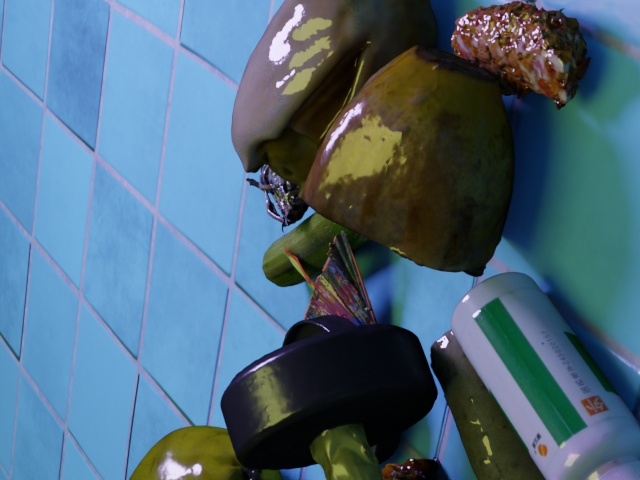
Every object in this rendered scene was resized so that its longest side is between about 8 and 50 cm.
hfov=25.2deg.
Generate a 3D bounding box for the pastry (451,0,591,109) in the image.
[{"bbox_3d":[0.186,-0.177,1.293,0.169,0.063,0.087,26,144,54],"label":"pastry"}]

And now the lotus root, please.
[{"bbox_3d":[0.103,-0.093,1.336,0.188,0.199,0.180,23,114,9],"label":"lotus root"}]

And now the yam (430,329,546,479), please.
[{"bbox_3d":[0.193,0.245,1.301,0.083,0.083,0.371,-56,44,46],"label":"yam"}]

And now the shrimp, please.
[{"bbox_3d":[-0.036,-0.067,1.634,0.075,0.073,0.190,-29,31,26],"label":"shrimp"}]

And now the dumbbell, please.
[{"bbox_3d":[0.046,0.259,1.329,0.204,0.204,0.322,-49,54,50],"label":"dumbbell"}]

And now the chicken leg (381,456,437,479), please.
[{"bbox_3d":[0.130,0.345,1.421,0.113,0.093,0.304,-57,49,28],"label":"chicken leg"}]

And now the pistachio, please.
[{"bbox_3d":[0.012,-0.173,1.488,0.288,0.166,0.197,-52,8,39],"label":"pistachio"}]

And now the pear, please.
[{"bbox_3d":[-0.149,0.344,1.770,0.269,0.212,0.212,-50,51,41],"label":"pear"}]

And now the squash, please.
[{"bbox_3d":[0.000,0.000,1.621,0.229,0.066,0.066,-33,64,56],"label":"squash"}]

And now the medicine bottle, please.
[{"bbox_3d":[0.209,0.144,1.249,0.260,0.095,0.095,61,141,40],"label":"medicine bottle"}]

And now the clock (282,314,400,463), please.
[{"bbox_3d":[0.022,0.170,1.585,0.184,0.040,0.184,34,133,46],"label":"clock"}]

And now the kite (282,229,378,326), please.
[{"bbox_3d":[0.011,0.082,1.601,0.183,0.014,0.241,50,148,15],"label":"kite"}]
